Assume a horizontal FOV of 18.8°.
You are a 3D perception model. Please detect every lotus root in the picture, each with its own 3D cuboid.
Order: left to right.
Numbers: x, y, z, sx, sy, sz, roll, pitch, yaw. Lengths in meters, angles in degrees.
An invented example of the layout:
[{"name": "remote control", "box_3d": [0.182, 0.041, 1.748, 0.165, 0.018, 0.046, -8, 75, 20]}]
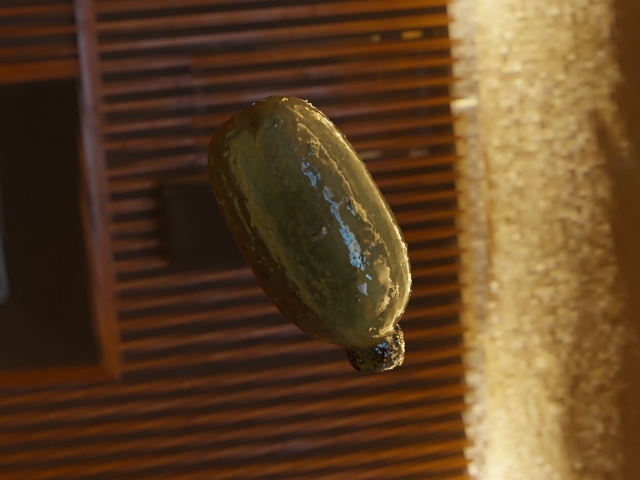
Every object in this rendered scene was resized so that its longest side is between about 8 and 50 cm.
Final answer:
[{"name": "lotus root", "box_3d": [0.000, 0.000, 1.157, 0.090, 0.077, 0.183, -23, -81, 31]}]
